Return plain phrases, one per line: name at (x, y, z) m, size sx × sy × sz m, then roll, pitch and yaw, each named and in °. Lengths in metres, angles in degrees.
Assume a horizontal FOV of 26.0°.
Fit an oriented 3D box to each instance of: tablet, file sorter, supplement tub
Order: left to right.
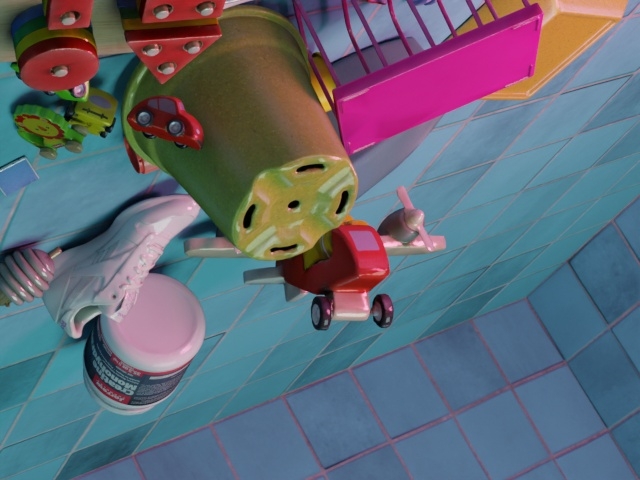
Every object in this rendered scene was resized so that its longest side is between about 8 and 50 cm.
tablet at (-0.420, -0.088, 1.908) m, size 0.054 × 0.006 × 0.083 m, roll -28°, pitch 164°, yaw -7°
supplement tub at (-0.332, 0.196, 2.559) m, size 0.191 × 0.191 × 0.272 m, roll -20°, pitch 161°, yaw -29°
file sorter at (0.127, -0.282, 1.894) m, size 0.291 × 0.182 × 0.202 m, roll -23°, pitch 162°, yaw -3°

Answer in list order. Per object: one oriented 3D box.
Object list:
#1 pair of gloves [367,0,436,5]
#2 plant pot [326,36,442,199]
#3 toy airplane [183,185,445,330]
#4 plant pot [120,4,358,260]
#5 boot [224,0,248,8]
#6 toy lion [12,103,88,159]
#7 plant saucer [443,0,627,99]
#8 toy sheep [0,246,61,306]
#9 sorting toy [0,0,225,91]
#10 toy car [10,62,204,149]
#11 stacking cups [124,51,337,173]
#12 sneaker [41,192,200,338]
pair of gloves at (0.152, -0.386, 1.971) m, size 0.198 × 0.023 × 0.159 m, roll -4°, pitch 152°, yaw -47°
plant pot at (0.080, -0.200, 2.168) m, size 0.234 × 0.165 × 0.166 m, roll -35°, pitch 164°, yaw -9°
toy airplane at (0.000, 0.000, 2.514) m, size 0.384 × 0.272 × 0.386 m, roll 4°, pitch -173°, yaw 24°
plant pot at (-0.087, -0.120, 1.809) m, size 0.276 × 0.254 × 0.276 m, roll -21°, pitch 142°, yaw -17°
boot at (-0.070, -0.334, 1.667) m, size 0.190 × 0.069 × 0.086 m, roll -24°, pitch 166°, yaw -14°
toy lion at (-0.353, -0.142, 1.769) m, size 0.096 × 0.034 × 0.100 m, roll 30°, pitch 155°, yaw -35°
plant saucer at (0.356, -0.339, 2.354) m, size 0.333 × 0.081 × 0.333 m, roll -42°, pitch 160°, yaw 33°
toy sheep at (-0.453, 0.053, 2.134) m, size 0.132 × 0.091 × 0.091 m, roll -43°, pitch 164°, yaw -3°
sorting toy at (-0.219, -0.254, 1.508) m, size 0.257 × 0.089 × 0.255 m, roll -8°, pitch 156°, yaw -19°
toy car at (-0.277, -0.183, 1.693) m, size 0.239 × 0.053 × 0.225 m, roll 10°, pitch 166°, yaw 40°
stacking cups at (-0.124, -0.171, 2.003) m, size 0.316 × 0.096 × 0.096 m, roll -25°, pitch 163°, yaw -16°
sneaker at (-0.307, 0.041, 2.221) m, size 0.305 × 0.152 × 0.114 m, roll -34°, pitch 161°, yaw 8°
